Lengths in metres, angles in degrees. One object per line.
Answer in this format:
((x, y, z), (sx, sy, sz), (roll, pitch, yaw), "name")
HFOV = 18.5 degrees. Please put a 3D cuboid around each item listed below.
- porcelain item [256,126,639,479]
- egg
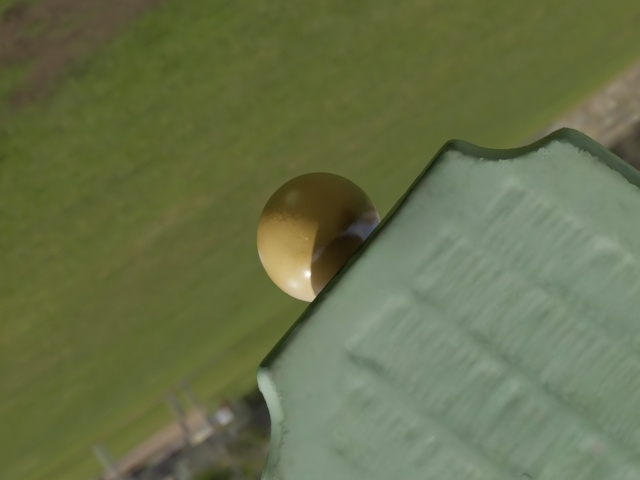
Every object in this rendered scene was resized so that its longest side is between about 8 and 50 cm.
((0.133, 0.105, 1.112), (0.281, 0.286, 0.157), (-51, 154, -7), "porcelain item")
((0.000, 0.000, 1.236), (0.080, 0.080, 0.096), (-35, -160, 8), "egg")
